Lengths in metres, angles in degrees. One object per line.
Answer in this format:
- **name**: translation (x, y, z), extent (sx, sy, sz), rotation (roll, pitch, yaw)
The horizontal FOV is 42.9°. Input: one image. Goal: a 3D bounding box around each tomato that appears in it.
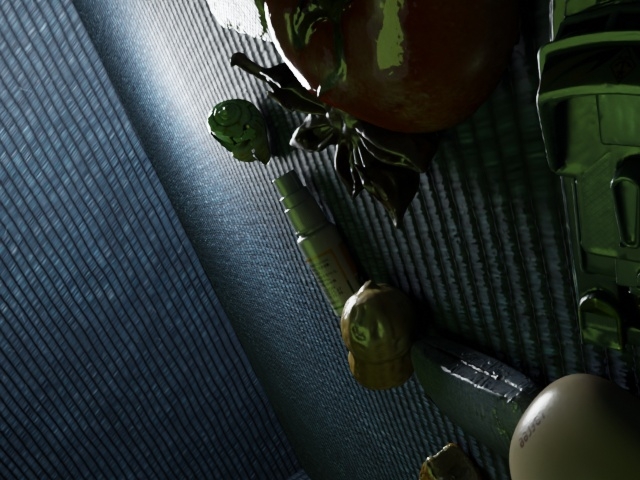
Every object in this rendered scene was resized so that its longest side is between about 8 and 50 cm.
- **tomato**: translation (0.027, -0.181, 0.572), extent (0.237, 0.095, 0.237), rotation (43, 146, 38)

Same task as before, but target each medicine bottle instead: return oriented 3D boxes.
- **medicine bottle**: translation (0.000, 0.000, 1.189), extent (0.221, 0.061, 0.092), rotation (62, -175, -6)

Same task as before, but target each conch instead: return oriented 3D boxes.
- **conch**: translation (-0.110, -0.150, 1.237), extent (0.106, 0.079, 0.170), rotation (59, -177, 25)

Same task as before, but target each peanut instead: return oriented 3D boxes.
- **peanut**: translation (0.081, 0.134, 1.087), extent (0.263, 0.101, 0.117), rotation (77, -160, -58)

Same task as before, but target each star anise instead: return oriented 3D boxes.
- **star anise**: translation (0.021, -0.132, 0.790), extent (0.262, 0.081, 0.230), rotation (37, 156, 32)

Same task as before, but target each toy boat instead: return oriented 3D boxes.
- **toy boat**: translation (0.163, -0.058, 0.377), extent (0.114, 0.122, 0.296), rotation (11, 132, 38)

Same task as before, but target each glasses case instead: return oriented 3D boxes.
- **glasses case**: translation (0.181, 0.176, 0.898), extent (0.109, 0.067, 0.282), rotation (60, 165, -15)

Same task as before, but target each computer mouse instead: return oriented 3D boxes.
- **computer mouse**: translation (0.241, 0.212, 0.633), extent (0.236, 0.082, 0.145), rotation (52, 123, 38)

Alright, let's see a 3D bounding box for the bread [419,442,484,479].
- **bread**: translation (0.194, 0.344, 1.186), extent (0.083, 0.076, 0.070), rotation (52, 153, 28)

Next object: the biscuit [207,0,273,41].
- **biscuit**: translation (-0.099, -0.300, 0.950), extent (0.199, 0.040, 0.121), rotation (38, 152, 58)
